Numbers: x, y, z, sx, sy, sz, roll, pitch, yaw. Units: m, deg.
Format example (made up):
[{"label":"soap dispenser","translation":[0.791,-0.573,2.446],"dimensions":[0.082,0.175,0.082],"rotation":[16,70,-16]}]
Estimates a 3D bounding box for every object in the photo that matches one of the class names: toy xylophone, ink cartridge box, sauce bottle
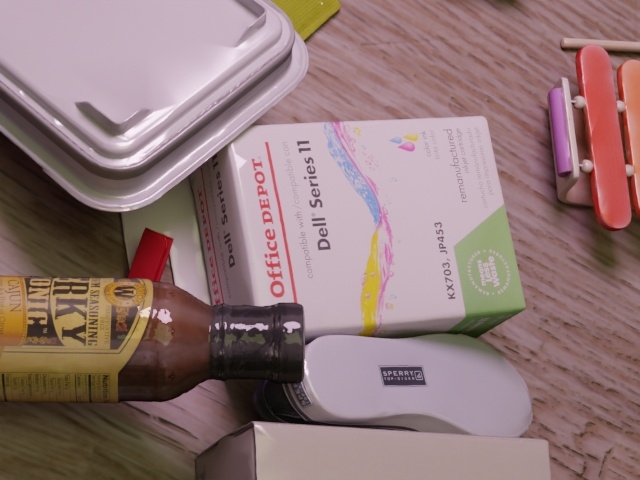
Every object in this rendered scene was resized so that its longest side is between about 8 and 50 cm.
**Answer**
[{"label":"toy xylophone","translation":[0.368,-0.124,1.918],"dimensions":[0.323,0.081,0.236],"rotation":[-5,75,-27]},{"label":"ink cartridge box","translation":[0.000,0.000,1.683],"dimensions":[0.353,0.119,0.207],"rotation":[-5,75,-25]},{"label":"sauce bottle","translation":[-0.186,0.084,1.521],"dimensions":[0.344,0.111,0.111],"rotation":[0,72,-6]}]

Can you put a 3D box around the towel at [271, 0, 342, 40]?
[{"label":"towel","translation":[-0.085,-0.302,1.800],"dimensions":[0.237,0.021,0.102],"rotation":[48,61,-4]}]

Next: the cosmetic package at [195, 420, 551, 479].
[{"label":"cosmetic package","translation":[0.049,0.248,1.608],"dimensions":[0.296,0.153,0.129],"rotation":[6,70,-22]}]

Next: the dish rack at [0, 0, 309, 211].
[{"label":"dish rack","translation":[-0.203,-0.205,1.621],"dimensions":[0.333,0.072,0.285],"rotation":[39,60,17]}]

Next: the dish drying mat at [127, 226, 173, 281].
[{"label":"dish drying mat","translation":[-0.162,0.032,1.634],"dimensions":[0.032,0.008,0.083],"rotation":[21,95,22]}]

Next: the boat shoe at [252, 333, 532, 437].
[{"label":"boat shoe","translation":[0.070,0.153,1.681],"dimensions":[0.301,0.102,0.108],"rotation":[5,65,-40]}]
